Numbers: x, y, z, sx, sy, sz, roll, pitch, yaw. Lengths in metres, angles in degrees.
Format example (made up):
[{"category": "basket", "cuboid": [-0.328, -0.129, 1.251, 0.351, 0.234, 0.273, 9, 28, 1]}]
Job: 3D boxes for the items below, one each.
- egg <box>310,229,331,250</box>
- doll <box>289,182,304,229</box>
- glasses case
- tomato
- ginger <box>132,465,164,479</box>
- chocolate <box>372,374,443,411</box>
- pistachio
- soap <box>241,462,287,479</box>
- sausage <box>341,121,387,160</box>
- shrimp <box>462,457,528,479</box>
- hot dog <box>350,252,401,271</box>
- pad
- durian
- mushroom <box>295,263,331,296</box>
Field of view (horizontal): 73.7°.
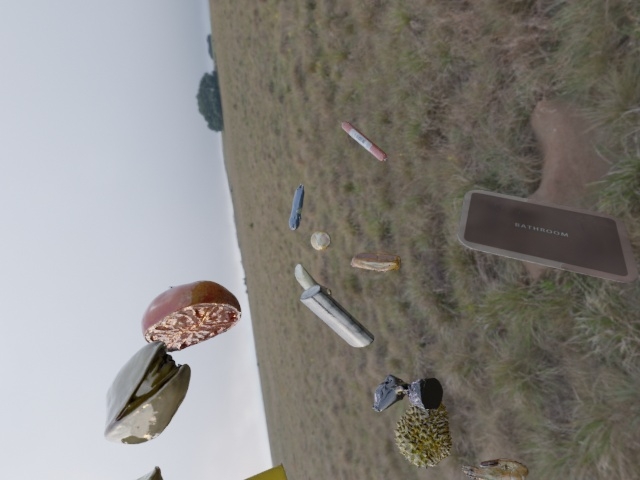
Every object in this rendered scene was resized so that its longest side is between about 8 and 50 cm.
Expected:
[{"category": "egg", "cuboid": [0.000, 0.000, 1.666, 0.096, 0.080, 0.080, 164, 98, -73]}, {"category": "doll", "cuboid": [-0.059, -0.086, 1.104, 0.037, 0.027, 0.125, -135, 54, -59]}, {"category": "glasses case", "cuboid": [0.064, 0.279, 1.551, 0.114, 0.299, 0.060, -25, 28, 45]}, {"category": "tomato", "cuboid": [-0.314, 0.174, 1.031, 0.236, 0.237, 0.095, 97, 153, -54]}, {"category": "ginger", "cuboid": [-0.387, 0.609, 0.871, 0.152, 0.138, 0.267, 55, -148, -52]}, {"category": "chocolate", "cuboid": [0.155, 0.286, 0.809, 0.147, 0.072, 0.070, -19, 115, 46]}, {"category": "pistachio", "cuboid": [-0.307, 0.270, 0.749, 0.206, 0.130, 0.131, -54, 0, 24]}, {"category": "soap", "cuboid": [-0.241, 0.894, 1.399, 0.204, 0.325, 0.096, 64, 155, 26]}, {"category": "sausage", "cuboid": [0.134, -0.312, 1.332, 0.223, 0.029, 0.029, 49, 153, 30]}, {"category": "shrimp", "cuboid": [0.662, 0.868, 1.623, 0.133, 0.236, 0.053, -43, -62, -64]}, {"category": "hot dog", "cuboid": [0.150, 0.061, 1.170, 0.062, 0.144, 0.038, -45, -51, -50]}, {"category": "pad", "cuboid": [0.371, -0.017, 0.713, 0.176, 0.266, 0.002, -61, -21, -45]}, {"category": "durian", "cuboid": [0.345, 0.626, 1.433, 0.249, 0.183, 0.137, -76, -10, -52]}, {"category": "mushroom", "cuboid": [-0.036, 0.175, 1.718, 0.084, 0.071, 0.209, 17, 155, 54]}]
